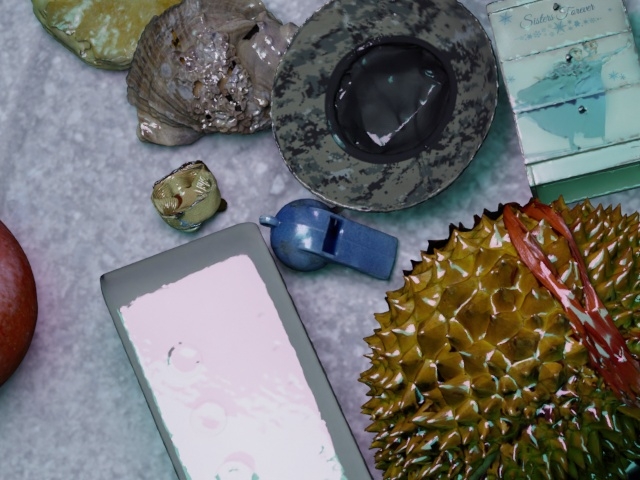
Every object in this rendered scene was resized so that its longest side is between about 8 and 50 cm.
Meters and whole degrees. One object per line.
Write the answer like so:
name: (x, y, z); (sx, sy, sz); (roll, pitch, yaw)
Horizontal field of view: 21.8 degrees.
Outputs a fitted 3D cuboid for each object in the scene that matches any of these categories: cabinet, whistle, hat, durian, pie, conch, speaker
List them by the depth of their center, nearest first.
durian: (0.216, 0.129, 1.674); (0.347, 0.347, 0.384); (33, 76, 15)
speaker: (-0.073, 0.191, 1.790); (0.184, 0.183, 0.406); (-25, 74, 0)
cabinet: (0.278, -0.158, 1.808); (0.145, 0.150, 0.206); (-13, 77, 8)
hat: (0.082, -0.154, 1.855); (0.265, 0.128, 0.266); (0, 88, 15)
whistle: (0.000, 0.000, 1.873); (0.158, 0.090, 0.090); (21, 81, -25)
conch: (-0.124, -0.193, 1.897); (0.245, 0.163, 0.178); (-29, 81, 21)
hat: (-0.151, -0.044, 1.914); (0.077, 0.059, 0.076); (-29, 40, -6)
pie: (-0.219, -0.339, 1.981); (0.306, 0.071, 0.306); (-2, 81, 13)

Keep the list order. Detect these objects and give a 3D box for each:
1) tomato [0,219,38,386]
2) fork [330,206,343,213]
tomato: (-0.455, 0.074, 1.861); (0.270, 0.227, 0.270); (4, 67, -9)
fork: (0.044, -0.055, 1.901); (0.115, 0.016, 0.012); (-32, 66, 1)
